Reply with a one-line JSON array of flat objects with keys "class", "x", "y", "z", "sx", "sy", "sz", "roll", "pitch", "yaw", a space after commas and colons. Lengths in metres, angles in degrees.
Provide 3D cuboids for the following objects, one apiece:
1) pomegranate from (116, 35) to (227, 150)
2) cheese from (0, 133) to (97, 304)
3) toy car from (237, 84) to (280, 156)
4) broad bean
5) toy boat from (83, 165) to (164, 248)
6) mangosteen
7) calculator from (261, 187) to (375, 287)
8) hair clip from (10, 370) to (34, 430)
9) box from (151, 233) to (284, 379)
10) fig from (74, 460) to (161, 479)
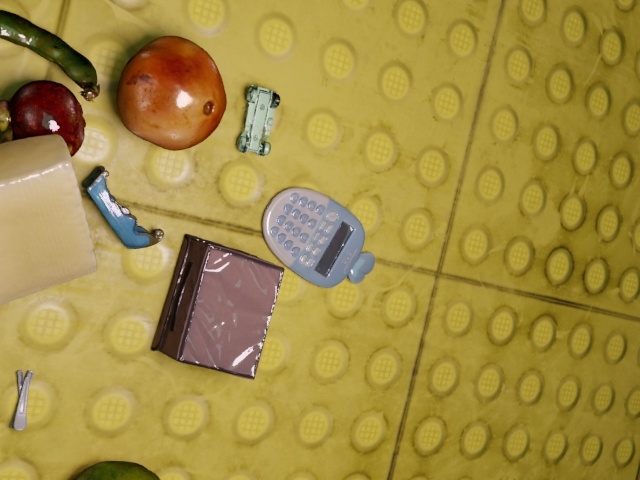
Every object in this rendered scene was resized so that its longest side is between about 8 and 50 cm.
[{"class": "pomegranate", "x": -0.273, "y": -0.273, "z": 1.314, "sx": 0.209, "sy": 0.209, "sz": 0.209, "roll": -4, "pitch": 99, "yaw": -28}, {"class": "cheese", "x": -0.522, "y": -0.029, "z": 1.183, "sx": 0.243, "sy": 0.124, "sz": 0.265, "roll": -24, "pitch": 142, "yaw": -25}, {"class": "toy car", "x": -0.133, "y": -0.251, "z": 1.474, "sx": 0.073, "sy": 0.054, "sz": 0.143, "roll": 8, "pitch": 97, "yaw": -28}, {"class": "broad bean", "x": -0.507, "y": -0.338, "z": 1.220, "sx": 0.292, "sy": 0.144, "sz": 0.049, "roll": 29, "pitch": 117, "yaw": -12}, {"class": "toy boat", "x": -0.377, "y": -0.059, "z": 1.353, "sx": 0.077, "sy": 0.075, "sz": 0.185, "roll": -34, "pitch": 114, "yaw": -12}, {"class": "mangosteen", "x": -0.506, "y": -0.211, "z": 1.225, "sx": 0.181, "sy": 0.156, "sz": 0.145, "roll": 8, "pitch": 117, "yaw": -16}, {"class": "calculator", "x": 0.000, "y": 0.000, "z": 1.588, "sx": 0.303, "sy": 0.042, "sz": 0.188, "roll": 36, "pitch": 79, "yaw": -27}, {"class": "hair clip", "x": -0.563, "y": 0.304, "z": 1.325, "sx": 0.030, "sy": 0.039, "sz": 0.115, "roll": 5, "pitch": 92, "yaw": -35}, {"class": "box", "x": -0.208, "y": 0.138, "z": 1.431, "sx": 0.188, "sy": 0.153, "sz": 0.252, "roll": 20, "pitch": 86, "yaw": -30}, {"class": "fig", "x": -0.392, "y": 0.538, "z": 1.402, "sx": 0.203, "sy": 0.235, "sz": 0.203, "roll": -2, "pitch": 74, "yaw": 7}]
